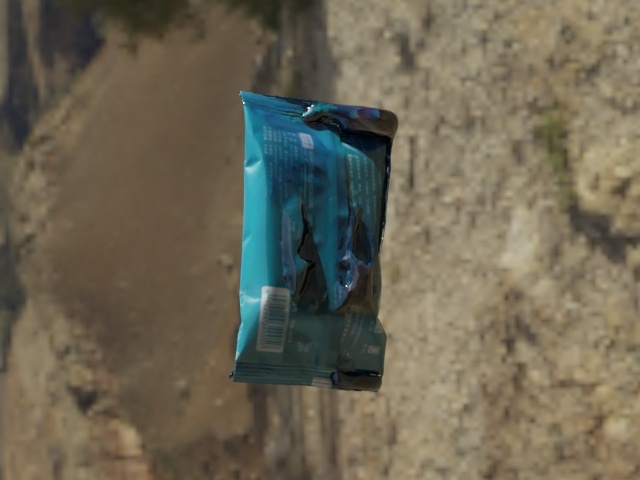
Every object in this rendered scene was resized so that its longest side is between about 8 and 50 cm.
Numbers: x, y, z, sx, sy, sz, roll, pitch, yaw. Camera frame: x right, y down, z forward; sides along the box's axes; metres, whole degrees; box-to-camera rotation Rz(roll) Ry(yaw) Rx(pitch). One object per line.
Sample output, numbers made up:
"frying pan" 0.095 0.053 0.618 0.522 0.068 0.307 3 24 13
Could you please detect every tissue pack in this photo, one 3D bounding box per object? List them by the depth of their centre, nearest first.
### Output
"tissue pack" 0.000 0.000 0.772 0.028 0.085 0.138 -22 64 57
